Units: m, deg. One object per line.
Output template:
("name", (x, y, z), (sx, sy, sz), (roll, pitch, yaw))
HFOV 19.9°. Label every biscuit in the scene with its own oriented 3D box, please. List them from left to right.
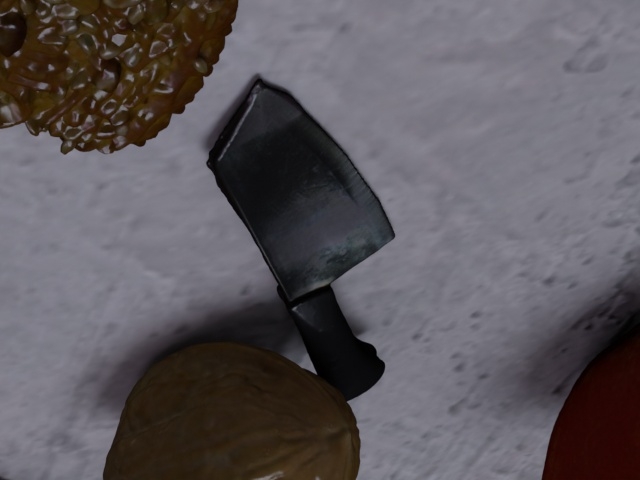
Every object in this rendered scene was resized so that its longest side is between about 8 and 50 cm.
("biscuit", (-0.097, -0.080, 0.541), (0.126, 0.025, 0.206), (-38, 146, 30))

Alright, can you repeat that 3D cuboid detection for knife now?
("knife", (0.000, 0.000, 0.743), (0.060, 0.028, 0.230), (-31, 148, -3))

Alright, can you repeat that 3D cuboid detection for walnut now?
("walnut", (-0.037, 0.095, 0.792), (0.124, 0.105, 0.105), (-20, 154, 30))

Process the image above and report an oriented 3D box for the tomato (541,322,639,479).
("tomato", (0.199, 0.097, 0.903), (0.200, 0.140, 0.233), (-30, -176, 32))
